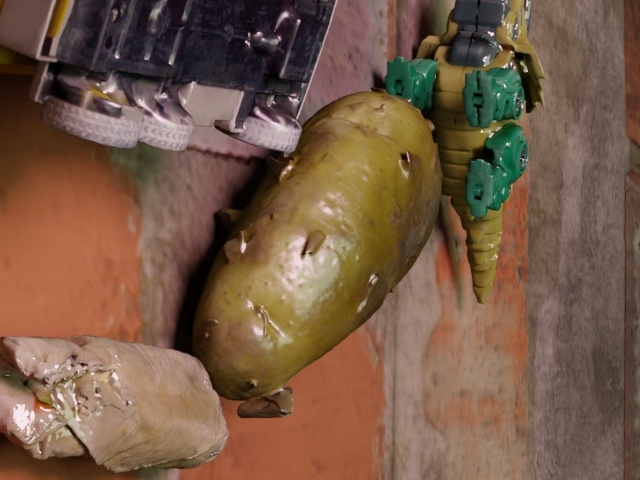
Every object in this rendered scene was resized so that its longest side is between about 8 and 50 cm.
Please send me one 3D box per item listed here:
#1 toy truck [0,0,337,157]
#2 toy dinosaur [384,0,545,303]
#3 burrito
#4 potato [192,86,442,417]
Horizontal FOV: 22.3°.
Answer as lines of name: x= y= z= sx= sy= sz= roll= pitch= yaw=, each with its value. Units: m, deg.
toy truck: x=-0.078 y=-0.099 z=0.656 sx=0.227 sy=0.114 sz=0.098 roll=-4 pitch=115 yaw=-66
toy dinosaur: x=0.104 y=-0.062 z=1.124 sx=0.153 sy=0.094 sz=0.259 roll=-37 pitch=132 yaw=-58
burrito: x=-0.087 y=0.073 z=0.714 sx=0.188 sy=0.045 sz=0.058 roll=22 pitch=77 yaw=-67
potato: x=0.000 y=0.000 z=0.864 sx=0.225 sy=0.090 sz=0.117 roll=-53 pitch=144 yaw=-45
